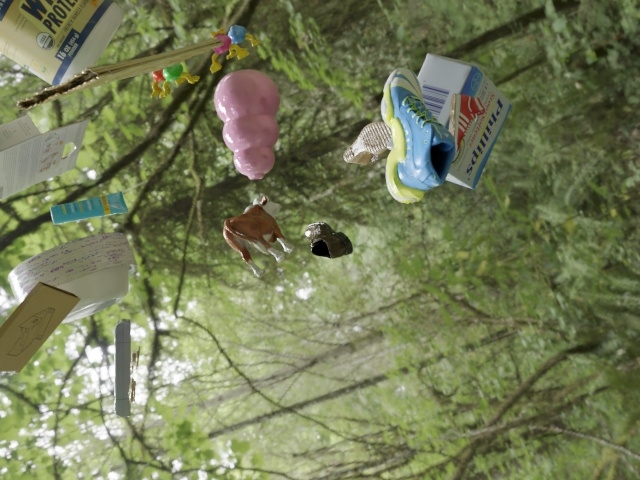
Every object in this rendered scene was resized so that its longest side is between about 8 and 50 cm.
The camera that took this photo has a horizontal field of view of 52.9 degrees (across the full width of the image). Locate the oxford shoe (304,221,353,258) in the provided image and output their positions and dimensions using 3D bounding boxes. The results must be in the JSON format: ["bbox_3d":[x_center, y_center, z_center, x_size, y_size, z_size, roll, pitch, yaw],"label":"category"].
[{"bbox_3d":[0.000,0.000,1.976,0.227,0.096,0.082,25,133,58],"label":"oxford shoe"}]

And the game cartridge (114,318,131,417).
[{"bbox_3d":[-0.637,0.406,2.074,0.198,0.062,0.297,167,103,-77],"label":"game cartridge"}]

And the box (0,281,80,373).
[{"bbox_3d":[-0.592,0.180,1.303,0.021,0.201,0.164,36,171,11],"label":"box"}]

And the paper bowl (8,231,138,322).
[{"bbox_3d":[-0.578,0.101,1.540,0.148,0.284,0.284,67,-170,5],"label":"paper bowl"}]

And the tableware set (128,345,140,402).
[{"bbox_3d":[-0.485,0.352,1.672,0.169,0.020,0.141,139,133,-67],"label":"tableware set"}]

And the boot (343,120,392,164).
[{"bbox_3d":[0.205,-0.289,1.862,0.248,0.207,0.090,-23,81,57],"label":"boot"}]

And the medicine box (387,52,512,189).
[{"bbox_3d":[0.349,-0.308,1.708,0.149,0.263,0.289,27,-174,37],"label":"medicine box"}]

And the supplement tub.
[{"bbox_3d":[-0.607,-0.487,1.354,0.316,0.228,0.228,33,-156,-22],"label":"supplement tub"}]

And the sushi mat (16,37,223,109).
[{"bbox_3d":[-0.276,-0.248,0.934,0.316,0.151,0.019,-48,-59,-58],"label":"sushi mat"}]

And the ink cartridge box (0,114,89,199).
[{"bbox_3d":[-0.743,-0.219,1.639,0.066,0.261,0.296,55,145,2],"label":"ink cartridge box"}]

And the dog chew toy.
[{"bbox_3d":[-0.221,-0.358,2.019,0.206,0.207,0.331,-10,-86,-80],"label":"dog chew toy"}]

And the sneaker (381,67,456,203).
[{"bbox_3d":[0.172,-0.185,1.064,0.091,0.126,0.240,6,-102,-38],"label":"sneaker"}]

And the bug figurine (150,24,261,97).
[{"bbox_3d":[-0.264,-0.399,1.397,0.072,0.279,0.216,63,-179,-24],"label":"bug figurine"}]

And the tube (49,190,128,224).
[{"bbox_3d":[-0.670,-0.092,1.864,0.080,0.207,0.052,66,155,22],"label":"tube"}]

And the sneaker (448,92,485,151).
[{"bbox_3d":[0.292,-0.232,1.282,0.042,0.067,0.118,-169,83,-83],"label":"sneaker"}]

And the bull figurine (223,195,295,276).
[{"bbox_3d":[-0.162,-0.020,1.746,0.188,0.101,0.310,48,-158,2],"label":"bull figurine"}]
